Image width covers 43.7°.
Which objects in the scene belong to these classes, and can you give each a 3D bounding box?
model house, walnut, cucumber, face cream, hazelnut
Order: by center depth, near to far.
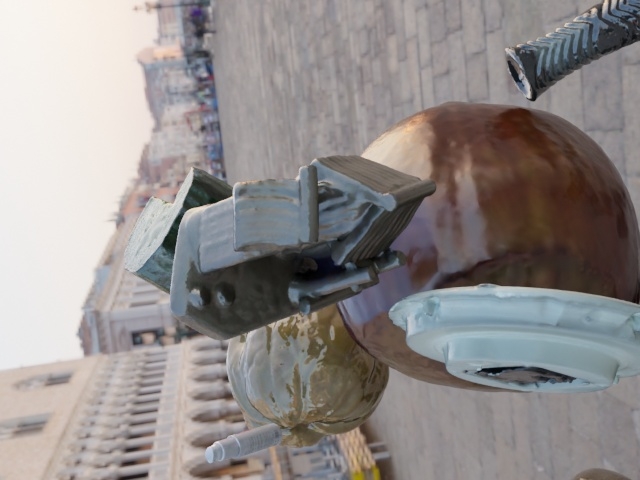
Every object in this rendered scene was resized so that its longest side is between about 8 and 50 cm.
[{"bbox_3d":[-0.006,-0.005,0.701,0.188,0.229,0.122,-28,79,38],"label":"model house"},{"bbox_3d":[0.212,0.004,1.066,0.353,0.421,0.421,64,-168,-59],"label":"hazelnut"},{"bbox_3d":[-0.112,0.294,1.153,0.034,0.130,0.034,4,96,41],"label":"face cream"},{"bbox_3d":[-0.197,0.003,1.172,0.191,0.130,0.191,-35,35,30],"label":"cucumber"},{"bbox_3d":[-0.017,0.203,1.365,0.296,0.285,0.285,112,151,-56],"label":"walnut"}]

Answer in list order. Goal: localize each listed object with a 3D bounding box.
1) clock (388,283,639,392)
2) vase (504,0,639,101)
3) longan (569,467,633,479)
[{"bbox_3d":[0.172,0.090,0.654,0.236,0.236,0.053,110,168,-74],"label":"clock"},{"bbox_3d":[0.359,-0.269,1.029,0.115,0.237,0.115,60,-175,-9],"label":"vase"},{"bbox_3d":[0.508,0.504,1.415,0.212,0.198,0.198,69,-169,-71],"label":"longan"}]
